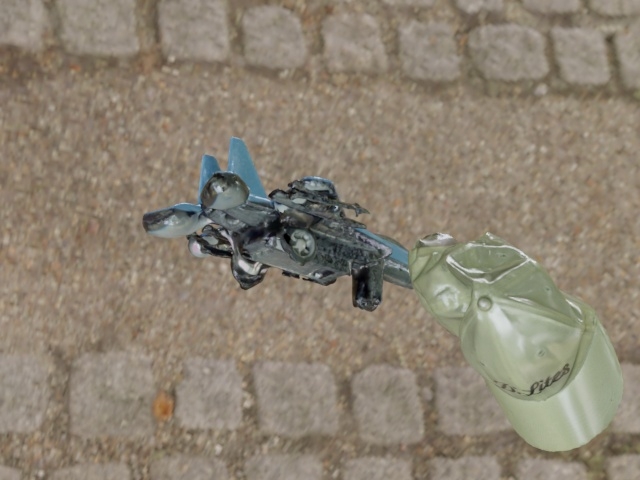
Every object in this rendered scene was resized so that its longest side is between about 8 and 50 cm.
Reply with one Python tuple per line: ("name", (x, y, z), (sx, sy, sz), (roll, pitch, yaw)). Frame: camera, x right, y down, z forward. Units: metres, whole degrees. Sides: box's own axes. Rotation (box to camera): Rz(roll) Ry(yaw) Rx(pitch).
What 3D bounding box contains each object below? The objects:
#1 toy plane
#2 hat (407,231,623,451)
("toy plane", (-0.001, 0.007, 0.942), (0.246, 0.169, 0.078), (29, 58, -28))
("hat", (0.127, 0.073, 0.862), (0.081, 0.122, 0.166), (-44, 115, -54))
